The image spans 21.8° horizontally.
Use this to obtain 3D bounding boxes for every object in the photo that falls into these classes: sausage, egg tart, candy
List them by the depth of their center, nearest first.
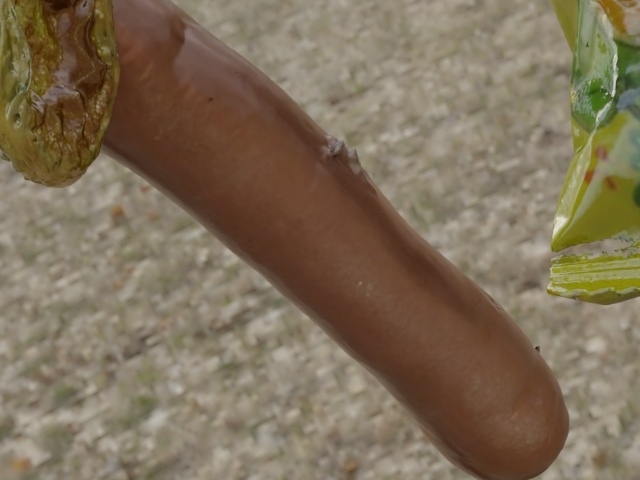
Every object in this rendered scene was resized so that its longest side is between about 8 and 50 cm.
[{"bbox_3d":[-0.132,-0.087,0.745,0.052,0.130,0.130,-3,29,18],"label":"egg tart"},{"bbox_3d":[0.000,0.000,0.926,0.094,0.419,0.094,-51,28,-5],"label":"sausage"},{"bbox_3d":[0.207,-0.108,0.953,0.187,0.081,0.297,-10,69,26],"label":"candy"}]
